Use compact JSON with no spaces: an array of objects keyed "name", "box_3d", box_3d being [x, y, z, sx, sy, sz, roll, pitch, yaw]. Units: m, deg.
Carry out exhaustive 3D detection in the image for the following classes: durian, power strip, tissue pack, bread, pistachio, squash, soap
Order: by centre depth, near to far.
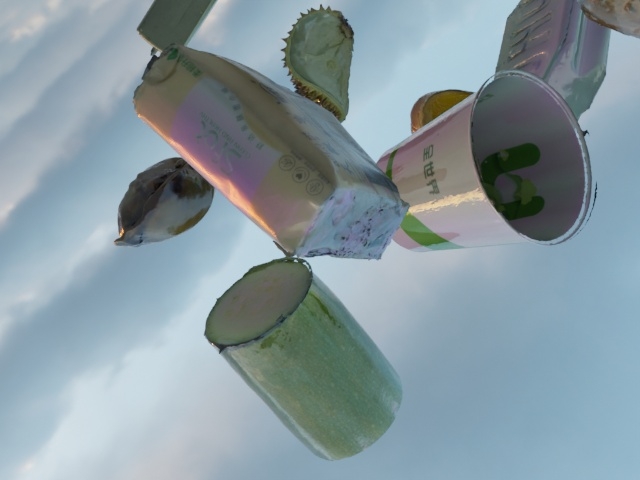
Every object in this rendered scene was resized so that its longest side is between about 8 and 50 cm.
[{"name":"tissue pack","box_3d":[-0.041,-0.090,0.756,0.256,0.215,0.123,40,-74,25]},{"name":"power strip","box_3d":[-0.204,-0.340,1.042,0.169,0.076,0.028,-50,-169,19]},{"name":"pistachio","box_3d":[-0.272,-0.064,1.214,0.130,0.165,0.210,40,-108,13]},{"name":"durian","box_3d":[0.003,-0.335,1.395,0.139,0.144,0.252,3,-113,17]},{"name":"squash","box_3d":[-0.027,0.243,1.475,0.263,0.384,0.263,-28,-151,17]},{"name":"soap","box_3d":[0.565,-0.465,1.748,0.261,0.156,0.446,-20,-130,62]},{"name":"bread","box_3d":[0.394,-0.340,2.059,0.142,0.269,0.195,-165,-101,-82]}]

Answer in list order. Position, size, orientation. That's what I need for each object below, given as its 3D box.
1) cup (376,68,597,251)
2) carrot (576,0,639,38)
[{"name":"cup","box_3d":[0.227,-0.093,1.082,0.274,0.253,0.253,-19,-140,53]},{"name":"carrot","box_3d":[0.621,-0.447,1.219,0.340,0.224,0.224,13,-127,1]}]
